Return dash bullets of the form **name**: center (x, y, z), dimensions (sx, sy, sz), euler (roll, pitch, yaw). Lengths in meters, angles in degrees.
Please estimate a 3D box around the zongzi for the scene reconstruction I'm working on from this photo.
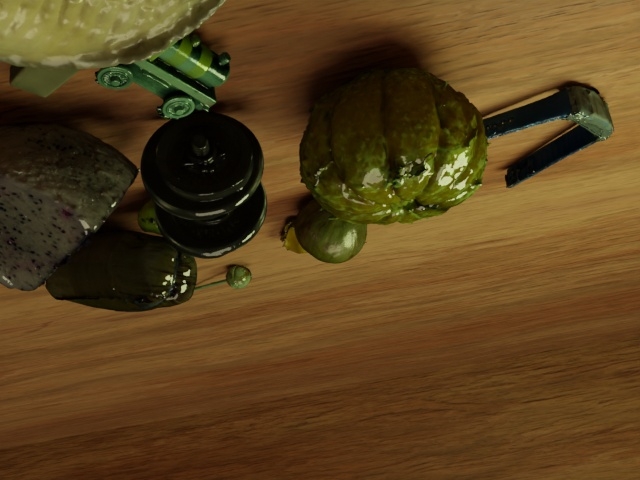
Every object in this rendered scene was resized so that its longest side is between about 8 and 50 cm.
- **zongzi**: center (-0.319, 0.081, 1.506), dimensions (0.323, 0.159, 0.360), euler (4, 169, 33)

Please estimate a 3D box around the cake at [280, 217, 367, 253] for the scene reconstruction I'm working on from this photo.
- **cake**: center (0.001, 0.004, 1.614), dimensions (0.185, 0.079, 0.116), euler (0, 152, -31)

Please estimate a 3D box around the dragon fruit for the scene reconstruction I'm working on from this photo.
- **dragon fruit**: center (-0.431, -0.081, 1.124), dimensions (0.221, 0.203, 0.283), euler (35, 135, -20)

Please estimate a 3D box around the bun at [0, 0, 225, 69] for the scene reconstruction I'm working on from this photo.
- **bun**: center (-0.234, -0.327, 0.623), dimensions (0.365, 0.202, 0.364), euler (-10, 150, -6)

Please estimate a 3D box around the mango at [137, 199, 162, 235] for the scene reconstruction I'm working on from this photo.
- **mango**: center (-0.276, -0.044, 1.404), dimensions (0.091, 0.074, 0.165), euler (15, -174, 29)

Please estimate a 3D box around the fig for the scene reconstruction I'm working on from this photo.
- **fig**: center (0.036, -0.066, 1.459), dimensions (0.149, 0.149, 0.245), euler (0, 135, -21)

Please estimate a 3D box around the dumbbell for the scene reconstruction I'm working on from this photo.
- **dumbbell**: center (-0.184, -0.088, 1.195), dimensions (0.192, 0.192, 0.290), euler (-7, 157, -6)

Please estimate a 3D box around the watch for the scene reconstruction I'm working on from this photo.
- **watch**: center (0.357, -0.194, 1.332), dimensions (0.276, 0.068, 0.275), euler (9, 155, -37)

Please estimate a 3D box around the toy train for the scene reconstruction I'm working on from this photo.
- **toy train**: center (-0.206, -0.239, 0.980), dimensions (0.132, 0.083, 0.200), euler (-27, 152, 28)

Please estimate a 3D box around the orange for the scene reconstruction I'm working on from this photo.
- **orange**: center (0.121, -0.146, 1.146), dimensions (0.301, 0.223, 0.300), euler (8, 162, -42)

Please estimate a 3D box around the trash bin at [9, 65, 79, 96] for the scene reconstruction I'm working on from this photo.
- **trash bin**: center (-0.366, -0.232, 0.982), dimensions (0.061, 0.042, 0.092), euler (15, 148, -44)

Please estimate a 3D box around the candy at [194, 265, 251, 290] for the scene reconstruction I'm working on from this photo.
- **candy**: center (-0.251, 0.103, 1.790), dimensions (0.203, 0.061, 0.061), euler (-16, 157, 34)
